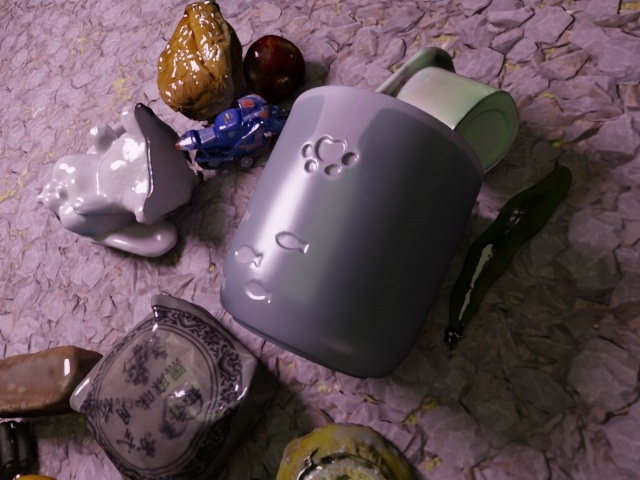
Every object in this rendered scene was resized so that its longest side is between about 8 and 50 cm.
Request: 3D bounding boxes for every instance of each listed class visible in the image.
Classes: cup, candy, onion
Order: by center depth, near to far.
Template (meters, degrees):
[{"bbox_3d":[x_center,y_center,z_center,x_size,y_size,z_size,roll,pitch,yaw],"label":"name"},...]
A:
[{"bbox_3d":[0.000,0.000,0.551,0.356,0.259,0.274,9,72,55],"label":"cup"},{"bbox_3d":[-0.474,0.246,0.701,0.234,0.104,0.102,-14,62,15],"label":"candy"},{"bbox_3d":[-0.088,-0.319,0.757,0.117,0.118,0.118,-39,63,-1],"label":"onion"}]

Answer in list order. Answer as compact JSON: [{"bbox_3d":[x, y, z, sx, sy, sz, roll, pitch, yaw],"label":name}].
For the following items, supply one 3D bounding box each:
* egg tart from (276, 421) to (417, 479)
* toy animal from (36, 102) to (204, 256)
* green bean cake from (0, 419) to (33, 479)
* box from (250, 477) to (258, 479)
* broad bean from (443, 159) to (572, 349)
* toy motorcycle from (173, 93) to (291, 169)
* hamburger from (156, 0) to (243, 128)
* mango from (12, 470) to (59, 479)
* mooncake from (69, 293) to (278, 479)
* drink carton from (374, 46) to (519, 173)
[{"bbox_3d":[0.031,0.315,0.484,0.197,0.078,0.197,-1,65,2],"label":"egg tart"},{"bbox_3d":[-0.358,-0.107,0.750,0.289,0.174,0.249,10,87,22],"label":"toy animal"},{"bbox_3d":[-0.599,0.380,0.661,0.181,0.173,0.094,-35,62,3],"label":"green bean cake"},{"bbox_3d":[-0.077,0.373,0.541,0.083,0.035,0.079,11,76,23],"label":"box"},{"bbox_3d":[0.239,0.009,0.549,0.060,0.043,0.297,36,88,16],"label":"broad bean"},{"bbox_3d":[-0.147,-0.191,0.727,0.205,0.114,0.076,-25,65,10],"label":"toy motorcycle"},{"bbox_3d":[-0.225,-0.322,0.758,0.206,0.130,0.183,-41,65,50],"label":"hamburger"},{"bbox_3d":[-0.389,0.493,0.566,0.195,0.142,0.332,-40,70,9],"label":"mango"},{"bbox_3d":[-0.219,0.223,0.595,0.250,0.136,0.254,37,87,24],"label":"mooncake"},{"bbox_3d":[0.175,-0.163,0.555,0.144,0.146,0.142,-42,43,1],"label":"drink carton"}]
